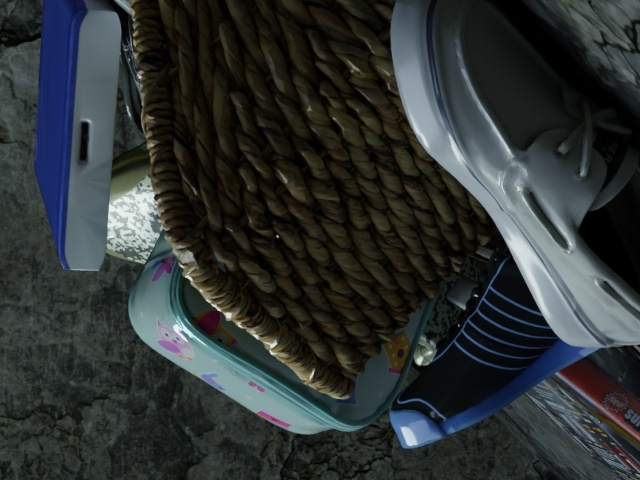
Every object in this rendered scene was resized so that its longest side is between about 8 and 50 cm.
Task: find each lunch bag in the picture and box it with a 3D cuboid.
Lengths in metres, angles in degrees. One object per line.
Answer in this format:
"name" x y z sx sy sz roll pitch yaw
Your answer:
"lunch bag" 0.000 0.000 1.504 0.224 0.279 0.108 34 157 -18

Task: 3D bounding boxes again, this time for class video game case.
"video game case" 0.226 0.130 1.407 0.285 0.025 0.204 38 179 -10

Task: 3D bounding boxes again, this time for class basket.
"basket" -0.022 -0.071 1.230 0.213 0.223 0.299 44 -179 27

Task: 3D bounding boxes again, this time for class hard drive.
"hard drive" -0.214 -0.117 1.664 0.040 0.210 0.318 2 -166 -13

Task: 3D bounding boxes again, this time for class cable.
"cable" -0.173 -0.221 1.839 0.139 0.072 0.287 20 139 51

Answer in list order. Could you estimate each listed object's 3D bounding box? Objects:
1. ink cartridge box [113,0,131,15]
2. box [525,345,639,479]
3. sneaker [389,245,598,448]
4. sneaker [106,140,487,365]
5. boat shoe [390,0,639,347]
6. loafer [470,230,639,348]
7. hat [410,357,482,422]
"ink cartridge box" -0.127 -0.229 1.512 0.150 0.109 0.063 41 177 44
"box" 0.299 0.180 1.865 0.242 0.076 0.307 44 176 -3
"sneaker" 0.126 0.048 1.240 0.090 0.232 0.081 57 -156 1
"sneaker" -0.044 0.018 1.673 0.410 0.182 0.158 6 136 22
"boat shoe" 0.133 -0.041 1.069 0.088 0.096 0.267 -4 127 42
"loafer" 0.173 0.028 1.412 0.267 0.084 0.096 40 175 42
"hat" 0.088 0.037 2.026 0.331 0.134 0.331 42 -178 -2
